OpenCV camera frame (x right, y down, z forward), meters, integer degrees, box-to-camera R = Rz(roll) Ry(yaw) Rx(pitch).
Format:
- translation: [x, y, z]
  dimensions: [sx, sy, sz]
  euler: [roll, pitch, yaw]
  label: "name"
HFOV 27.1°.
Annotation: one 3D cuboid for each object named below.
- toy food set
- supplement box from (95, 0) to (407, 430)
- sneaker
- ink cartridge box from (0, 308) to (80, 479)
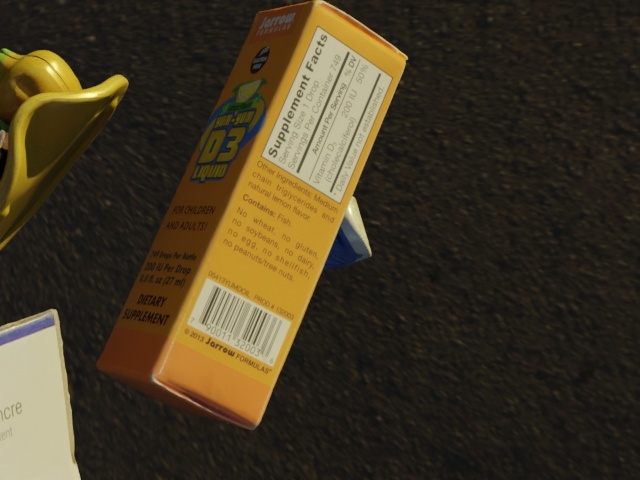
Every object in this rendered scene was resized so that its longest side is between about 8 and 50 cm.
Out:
- translation: [-0.197, -0.031, 0.734]
  dimensions: [0.071, 0.128, 0.218]
  euler: [42, 119, -5]
  label: "toy food set"
- translation: [-0.037, -0.017, 0.748]
  dimensions: [0.080, 0.078, 0.233]
  euler: [32, 74, -29]
  label: "supplement box"
- translation: [0.000, 0.001, 1.230]
  dimensions: [0.085, 0.152, 0.058]
  euler: [-16, 84, 1]
  label: "sneaker"
- translation: [-0.198, 0.211, 0.487]
  dimensions: [0.304, 0.072, 0.307]
  euler: [-21, 104, -52]
  label: "ink cartridge box"
